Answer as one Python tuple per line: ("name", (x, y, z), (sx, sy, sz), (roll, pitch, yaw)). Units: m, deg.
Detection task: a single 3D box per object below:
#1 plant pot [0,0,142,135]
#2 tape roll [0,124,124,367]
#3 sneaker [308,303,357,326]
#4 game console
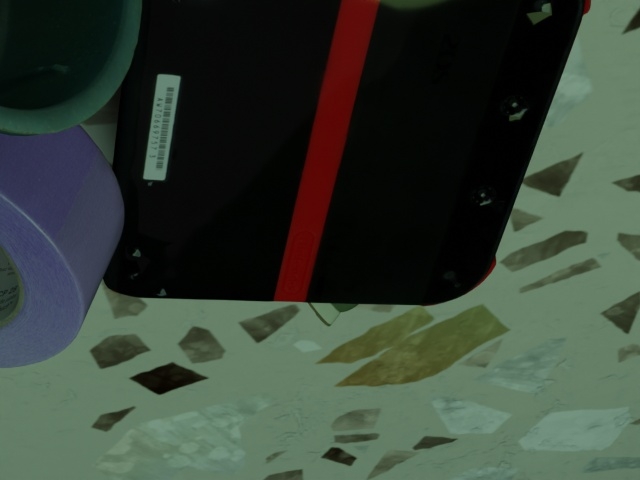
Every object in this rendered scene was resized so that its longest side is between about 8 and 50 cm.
("plant pot", (-0.329, -0.169, 0.765), (0.334, 0.341, 0.341), (-17, 147, 22))
("tape roll", (-0.282, -0.024, 1.021), (0.275, 0.090, 0.275), (12, 143, 9))
("sneaker", (0.000, 0.000, 1.328), (0.086, 0.064, 0.192), (-33, 139, 3))
("game console", (0.012, -0.095, 1.145), (0.342, 0.060, 0.386), (3, 132, -12))
